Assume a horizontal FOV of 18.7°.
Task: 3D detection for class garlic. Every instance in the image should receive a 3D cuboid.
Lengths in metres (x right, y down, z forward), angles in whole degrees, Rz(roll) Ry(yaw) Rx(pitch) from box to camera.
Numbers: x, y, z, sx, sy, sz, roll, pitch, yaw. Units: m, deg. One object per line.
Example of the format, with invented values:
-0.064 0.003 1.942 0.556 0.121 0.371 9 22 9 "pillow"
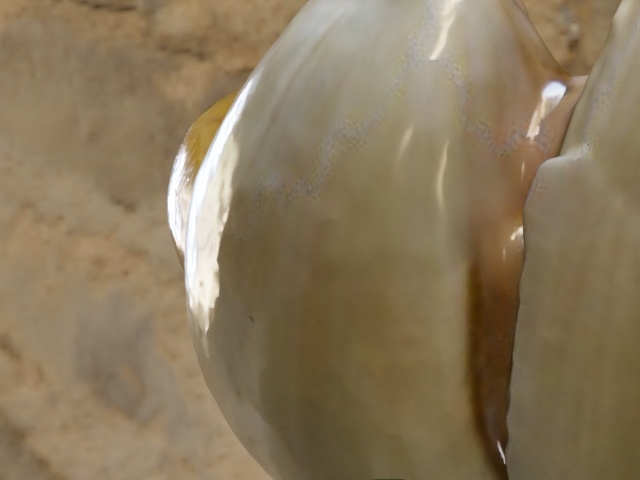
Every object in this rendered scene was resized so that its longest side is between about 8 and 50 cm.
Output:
0.102 0.016 0.674 0.286 0.249 0.313 39 -14 27 "garlic"

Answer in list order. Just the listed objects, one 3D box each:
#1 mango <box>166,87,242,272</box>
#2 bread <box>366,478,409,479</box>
-0.004 0.004 0.982 0.120 0.295 0.177 -40 -87 14 "mango"
0.030 0.258 0.464 0.366 0.129 0.382 13 -102 16 "bread"
